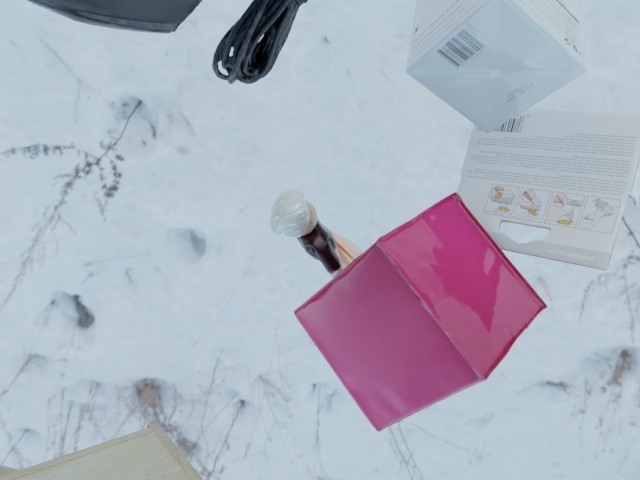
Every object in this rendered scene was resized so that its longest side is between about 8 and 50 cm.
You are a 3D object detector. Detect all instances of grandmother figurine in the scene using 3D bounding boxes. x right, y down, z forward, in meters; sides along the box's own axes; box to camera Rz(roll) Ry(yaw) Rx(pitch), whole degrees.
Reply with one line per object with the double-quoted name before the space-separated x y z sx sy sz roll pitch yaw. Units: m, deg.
"grandmother figurine" 0.000 0.000 1.179 0.104 0.208 0.342 -47 146 -1

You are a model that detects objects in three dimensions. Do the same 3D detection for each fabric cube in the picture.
"fabric cube" 0.165 0.117 0.986 0.254 0.259 0.258 53 134 10

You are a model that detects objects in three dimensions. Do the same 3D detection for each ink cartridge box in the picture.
"ink cartridge box" 0.386 -0.096 1.013 0.296 0.261 0.066 14 175 40

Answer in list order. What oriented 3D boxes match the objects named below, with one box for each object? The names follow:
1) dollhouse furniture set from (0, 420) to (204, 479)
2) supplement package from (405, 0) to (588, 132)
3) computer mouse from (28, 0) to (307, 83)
"dollhouse furniture set" -0.210 0.358 0.490 0.303 0.173 0.356 35 116 35
"supplement package" 0.257 -0.347 0.858 0.175 0.293 0.177 29 144 -23
"computer mouse" -0.094 -0.187 0.313 0.261 0.060 0.184 17 129 -37
